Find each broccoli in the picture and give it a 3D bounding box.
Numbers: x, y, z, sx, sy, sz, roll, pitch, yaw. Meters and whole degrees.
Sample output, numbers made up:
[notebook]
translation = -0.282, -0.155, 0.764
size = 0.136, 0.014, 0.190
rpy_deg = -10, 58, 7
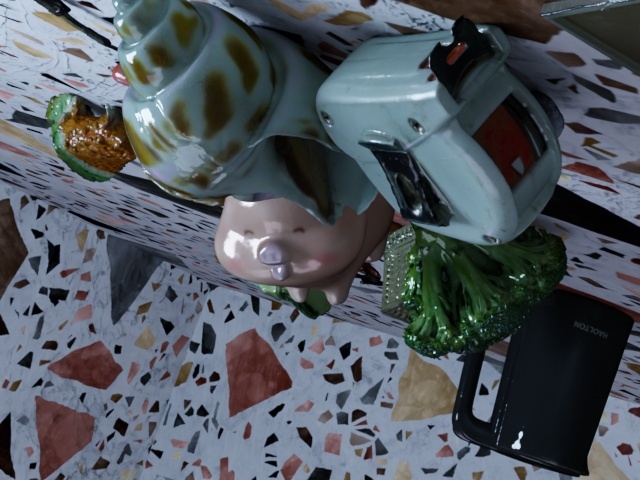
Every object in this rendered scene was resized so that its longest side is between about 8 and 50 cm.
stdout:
[broccoli]
translation = 0.216, 0.032, 1.994
size = 0.269, 0.269, 0.254
rpy_deg = 22, -153, -17

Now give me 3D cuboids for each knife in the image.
[knife]
translation = -0.343, -0.300, 1.690
size = 0.222, 0.021, 0.045
rpy_deg = 30, 167, -31

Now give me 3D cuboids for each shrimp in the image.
[shrimp]
translation = 0.211, -0.112, 1.442
size = 0.056, 0.065, 0.165
rpy_deg = -16, 166, -13

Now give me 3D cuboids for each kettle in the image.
[kettle]
translation = 0.410, 0.251, 2.490
size = 0.262, 0.308, 0.203
rpy_deg = 26, 169, -38

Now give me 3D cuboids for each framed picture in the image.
[framed picture]
translation = 0.317, -0.158, 1.095
size = 0.184, 0.016, 0.250
rpy_deg = 24, 170, -26

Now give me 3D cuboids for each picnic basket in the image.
[picnic basket]
translation = 0.215, 0.064, 2.270
size = 0.196, 0.154, 0.134
rpy_deg = 25, 145, -30

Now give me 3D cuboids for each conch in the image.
[conch]
translation = -0.090, -0.145, 1.502
size = 0.249, 0.197, 0.368
rpy_deg = -6, 164, 35

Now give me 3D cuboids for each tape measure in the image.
[tape measure]
translation = 0.118, -0.101, 1.363
size = 0.246, 0.125, 0.243
rpy_deg = 52, 160, -23

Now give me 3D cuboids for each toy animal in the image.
[toy animal]
translation = -0.008, -0.040, 1.864
size = 0.237, 0.269, 0.326
rpy_deg = -4, -154, 22

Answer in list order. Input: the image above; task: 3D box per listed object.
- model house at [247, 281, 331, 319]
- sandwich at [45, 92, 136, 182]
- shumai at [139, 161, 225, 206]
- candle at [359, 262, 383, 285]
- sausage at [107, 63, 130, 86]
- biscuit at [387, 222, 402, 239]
[model house]
translation = -0.068, 0.001, 2.333
size = 0.189, 0.214, 0.195
rpy_deg = 16, 173, 29
[sandwich]
translation = -0.365, -0.175, 2.309
size = 0.160, 0.109, 0.185
rpy_deg = -5, 161, 20
[shumai]
translation = -0.165, -0.145, 1.955
size = 0.201, 0.201, 0.120
rpy_deg = 18, 130, 10
[candle]
translation = 0.000, 0.000, 2.567
size = 0.301, 0.059, 0.084
rpy_deg = 34, 160, -8
[sausage]
translation = -0.182, -0.204, 1.896
size = 0.253, 0.034, 0.034
rpy_deg = 16, 171, 15
[biscuit]
translation = 0.126, -0.005, 2.458
size = 0.280, 0.043, 0.183
rpy_deg = 19, 175, 24
